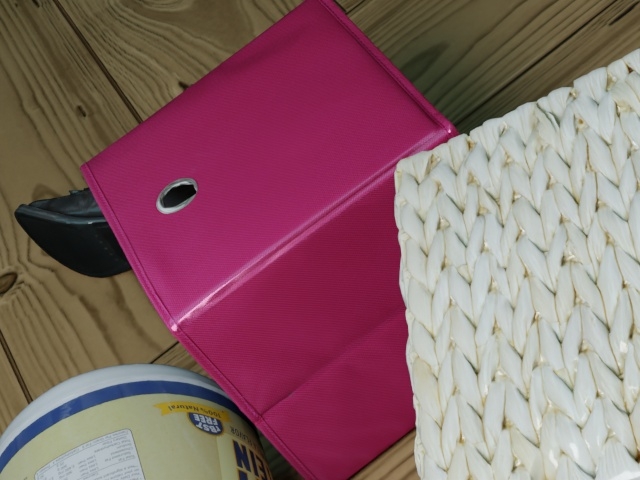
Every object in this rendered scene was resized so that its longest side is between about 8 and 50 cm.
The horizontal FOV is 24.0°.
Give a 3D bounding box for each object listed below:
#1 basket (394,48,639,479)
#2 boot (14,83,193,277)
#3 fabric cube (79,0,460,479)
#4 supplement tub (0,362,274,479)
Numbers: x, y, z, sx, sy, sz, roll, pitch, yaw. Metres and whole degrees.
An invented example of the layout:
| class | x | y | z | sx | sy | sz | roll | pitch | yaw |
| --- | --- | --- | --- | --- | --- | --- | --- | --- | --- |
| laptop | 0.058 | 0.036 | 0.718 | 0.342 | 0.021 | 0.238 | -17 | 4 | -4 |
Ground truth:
| class | x | y | z | sx | sy | sz | roll | pitch | yaw |
| --- | --- | --- | --- | --- | --- | --- | --- | --- | --- |
| basket | 0.236 | 0.097 | 0.973 | 0.266 | 0.328 | 0.331 | -24 | 45 | 21 |
| boot | -0.170 | -0.074 | 1.573 | 0.263 | 0.091 | 0.229 | 4 | 51 | 31 |
| fabric cube | 0.000 | 0.000 | 1.255 | 0.258 | 0.259 | 0.254 | -36 | 42 | 1 |
| supplement tub | -0.120 | 0.272 | 1.123 | 0.228 | 0.228 | 0.316 | -32 | 43 | 6 |
